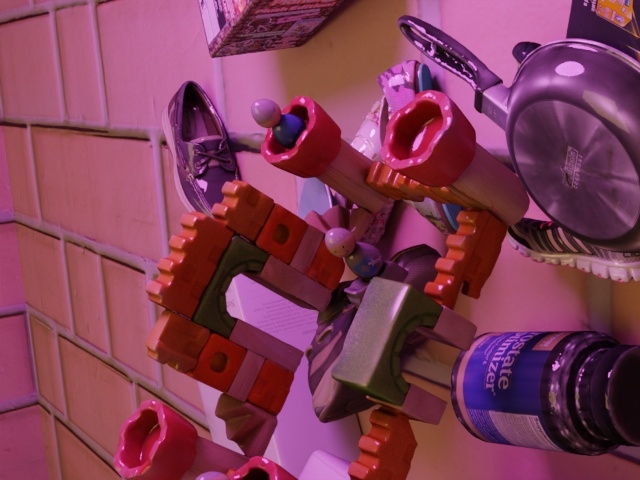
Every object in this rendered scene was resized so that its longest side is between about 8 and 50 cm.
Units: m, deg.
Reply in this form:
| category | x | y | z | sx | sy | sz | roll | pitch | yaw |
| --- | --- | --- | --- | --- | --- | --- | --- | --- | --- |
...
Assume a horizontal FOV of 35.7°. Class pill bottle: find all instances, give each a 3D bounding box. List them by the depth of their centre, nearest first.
| category | x | y | z | sx | sy | sz | roll | pitch | yaw |
| --- | --- | --- | --- | --- | --- | --- | --- | --- | --- |
| pill bottle | 0.243 | 0.152 | 1.007 | 0.219 | 0.123 | 0.123 | -11 | 90 | 59 |

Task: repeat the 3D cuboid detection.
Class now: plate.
| category | x | y | z | sx | sy | sz | roll | pitch | yaw |
| --- | --- | --- | --- | --- | --- | --- | --- | --- | --- |
| plate | 0.000 | 0.000 | 1.301 | 0.188 | 0.024 | 0.188 | -179 | 90 | -75 |

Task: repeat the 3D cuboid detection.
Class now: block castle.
| category | x | y | z | sx | sy | sz | roll | pitch | yaw |
| --- | --- | --- | --- | --- | --- | --- | --- | --- | --- |
| block castle | -0.020 | 0.070 | 1.001 | 0.303 | 0.213 | 0.453 | 10 | 72 | 54 |

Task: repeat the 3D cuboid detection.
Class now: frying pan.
| category | x | y | z | sx | sy | sz | roll | pitch | yaw |
| --- | --- | --- | --- | --- | --- | --- | --- | --- | --- |
| frying pan | 0.180 | -0.116 | 0.818 | 0.326 | 0.053 | 0.197 | 49 | 155 | 12 |

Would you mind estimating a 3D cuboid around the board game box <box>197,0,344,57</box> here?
| category | x | y | z | sx | sy | sz | roll | pitch | yaw |
| --- | --- | --- | --- | --- | --- | --- | --- | --- | --- |
| board game box | -0.069 | -0.397 | 1.286 | 0.291 | 0.141 | 0.232 | 158 | 99 | -69 |

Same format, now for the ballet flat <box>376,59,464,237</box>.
| category | x | y | z | sx | sy | sz | roll | pitch | yaw |
| --- | --- | --- | --- | --- | --- | --- | --- | --- | --- |
| ballet flat | 0.112 | -0.102 | 1.178 | 0.079 | 0.077 | 0.221 | -16 | 81 | 25 |

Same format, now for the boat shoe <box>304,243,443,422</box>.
| category | x | y | z | sx | sy | sz | roll | pitch | yaw |
| --- | --- | --- | --- | --- | --- | --- | --- | --- | --- |
| boat shoe | 0.051 | 0.109 | 1.302 | 0.130 | 0.132 | 0.355 | 61 | 144 | 27 |

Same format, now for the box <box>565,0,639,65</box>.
| category | x | y | z | sx | sy | sz | roll | pitch | yaw |
| --- | --- | --- | --- | --- | --- | --- | --- | --- | --- |
| box | 0.322 | -0.151 | 0.671 | 0.318 | 0.097 | 0.395 | 39 | 149 | 32 |

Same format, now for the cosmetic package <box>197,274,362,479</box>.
| category | x | y | z | sx | sy | sz | roll | pitch | yaw |
| --- | --- | --- | --- | --- | --- | --- | --- | --- | --- |
| cosmetic package | -0.081 | 0.198 | 1.522 | 0.217 | 0.156 | 0.385 | -28 | 74 | 56 |

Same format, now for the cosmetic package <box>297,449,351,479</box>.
| category | x | y | z | sx | sy | sz | roll | pitch | yaw |
| --- | --- | --- | --- | --- | --- | --- | --- | --- | --- |
| cosmetic package | 0.127 | 0.467 | 0.983 | 0.393 | 0.329 | 0.327 | 21 | 80 | 56 |

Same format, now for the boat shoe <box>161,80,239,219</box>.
| category | x | y | z | sx | sy | sz | roll | pitch | yaw |
| --- | --- | --- | --- | --- | --- | --- | --- | --- | --- |
| boat shoe | -0.194 | -0.143 | 1.658 | 0.092 | 0.103 | 0.285 | 116 | 139 | -52 |

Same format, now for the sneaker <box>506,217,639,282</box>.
| category | x | y | z | sx | sy | sz | roll | pitch | yaw |
| --- | --- | --- | --- | --- | --- | --- | --- | --- | --- |
| sneaker | 0.259 | -0.012 | 0.990 | 0.170 | 0.063 | 0.075 | 18 | 115 | 50 |

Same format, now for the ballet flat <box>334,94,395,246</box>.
| category | x | y | z | sx | sy | sz | roll | pitch | yaw |
| --- | --- | --- | --- | --- | --- | --- | --- | --- | --- |
| ballet flat | 0.062 | -0.083 | 1.275 | 0.091 | 0.077 | 0.241 | 50 | 138 | 43 |

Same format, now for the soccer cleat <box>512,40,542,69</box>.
| category | x | y | z | sx | sy | sz | roll | pitch | yaw |
| --- | --- | --- | --- | --- | --- | --- | --- | --- | --- |
| soccer cleat | 0.260 | -0.164 | 0.951 | 0.179 | 0.060 | 0.072 | 39 | 122 | 39 |
